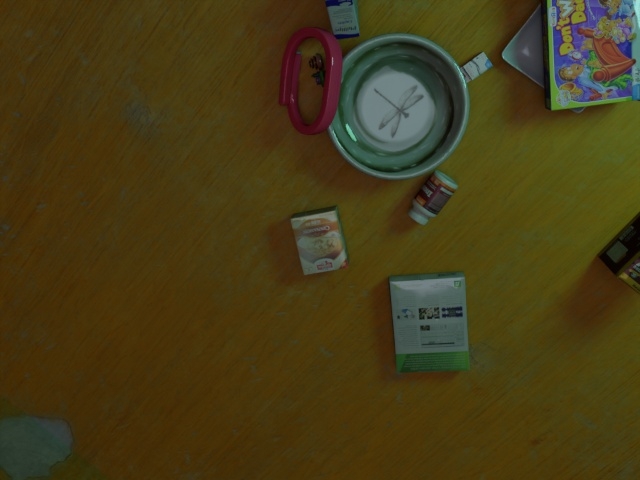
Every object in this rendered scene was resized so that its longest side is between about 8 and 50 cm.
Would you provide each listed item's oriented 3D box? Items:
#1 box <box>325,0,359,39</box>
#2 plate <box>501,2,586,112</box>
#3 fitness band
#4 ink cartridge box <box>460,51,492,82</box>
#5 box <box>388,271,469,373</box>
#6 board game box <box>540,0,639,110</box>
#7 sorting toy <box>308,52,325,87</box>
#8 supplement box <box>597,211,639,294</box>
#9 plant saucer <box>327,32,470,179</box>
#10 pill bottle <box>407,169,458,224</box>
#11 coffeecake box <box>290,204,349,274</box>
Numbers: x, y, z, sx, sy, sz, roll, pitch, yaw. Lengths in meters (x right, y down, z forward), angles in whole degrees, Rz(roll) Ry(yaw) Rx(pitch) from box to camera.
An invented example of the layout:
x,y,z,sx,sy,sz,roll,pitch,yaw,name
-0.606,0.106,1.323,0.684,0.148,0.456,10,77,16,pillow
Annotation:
x,y,z,sx,sy,sz,roll,pitch,yaw,name
0.057,-0.628,1.679,0.072,0.126,0.137,-7,149,10,box
0.676,-0.531,1.700,0.277,0.045,0.278,35,108,-5,plate
-0.027,-0.438,1.755,0.209,0.054,0.290,23,114,42,fitness band
0.427,-0.478,1.757,0.083,0.028,0.048,-35,100,16,ink cartridge box
0.341,0.260,1.988,0.233,0.058,0.321,-4,105,9,box
0.699,-0.525,1.634,0.234,0.078,0.346,-6,106,9,board game box
-0.010,-0.478,1.799,0.042,0.061,0.101,-11,83,11,sorting toy
0.915,0.040,1.768,0.129,0.194,0.191,37,108,-5,supplement box
0.211,-0.374,1.781,0.401,0.100,0.400,2,107,6,plant saucer
0.325,-0.123,1.852,0.086,0.086,0.152,33,108,-3,pill bottle
0.000,0.000,1.943,0.143,0.068,0.185,-11,106,10,coffeecake box
